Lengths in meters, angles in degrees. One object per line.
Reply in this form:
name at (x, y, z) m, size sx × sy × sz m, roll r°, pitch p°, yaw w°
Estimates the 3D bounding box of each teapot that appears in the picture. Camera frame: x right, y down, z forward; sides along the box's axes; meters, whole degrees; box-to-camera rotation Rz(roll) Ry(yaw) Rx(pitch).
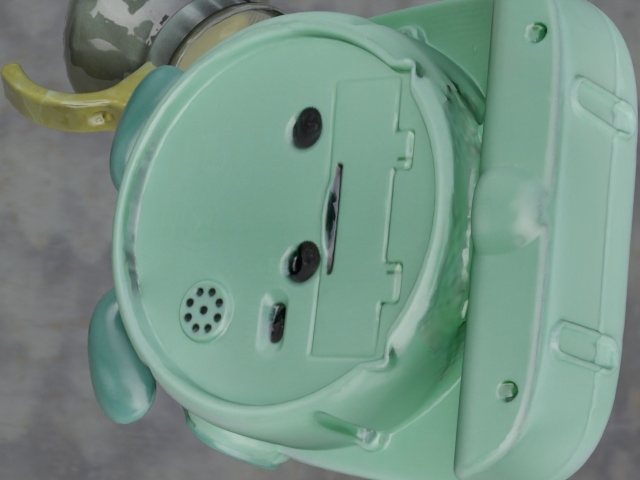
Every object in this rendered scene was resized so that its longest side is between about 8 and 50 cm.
teapot at (-0.089, -0.103, 1.033) m, size 0.165 × 0.119 × 0.130 m, roll -27°, pitch 135°, yaw -23°

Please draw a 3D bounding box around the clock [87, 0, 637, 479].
clock at (0.000, 0.000, 0.566) m, size 0.060 × 0.188 × 0.148 m, roll 18°, pitch 72°, yaw -54°
